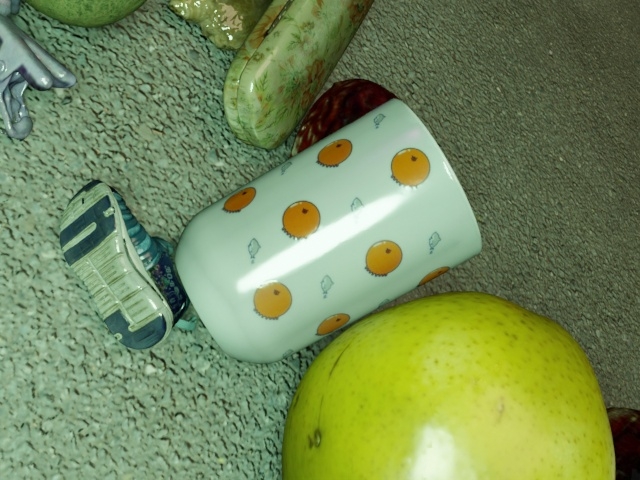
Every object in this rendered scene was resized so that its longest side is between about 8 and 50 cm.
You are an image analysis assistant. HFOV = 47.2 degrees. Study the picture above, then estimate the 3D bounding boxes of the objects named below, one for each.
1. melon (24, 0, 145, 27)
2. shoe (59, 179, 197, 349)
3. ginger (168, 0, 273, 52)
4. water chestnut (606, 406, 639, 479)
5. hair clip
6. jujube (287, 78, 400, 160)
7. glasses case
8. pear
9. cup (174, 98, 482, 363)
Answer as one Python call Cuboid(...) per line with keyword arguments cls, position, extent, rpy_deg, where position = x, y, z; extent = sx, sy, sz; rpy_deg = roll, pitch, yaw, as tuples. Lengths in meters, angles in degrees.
Cuboid(cls="melon", position=(-0.269, -0.391, 0.817), extent=(0.248, 0.329, 0.249), rpy_deg=(9, 58, -14))
Cuboid(cls="shoe", position=(-0.220, 0.025, 0.849), extent=(0.207, 0.091, 0.106), rpy_deg=(59, 23, 4))
Cuboid(cls="ginger", position=(-0.091, -0.370, 1.144), extent=(0.333, 0.080, 0.166), rpy_deg=(-32, 105, -42))
Cuboid(cls="water chestnut", position=(0.368, 0.385, 1.052), extent=(0.350, 0.302, 0.351), rpy_deg=(-18, 118, -39))
Cuboid(cls="hair clip", position=(-0.379, -0.257, 0.840), extent=(0.278, 0.090, 0.137), rpy_deg=(61, 11, -3))
Cuboid(cls="jujube", position=(0.046, -0.114, 1.069), extent=(0.183, 0.183, 0.243), rpy_deg=(30, 67, -27))
Cuboid(cls="glasses case", position=(-0.014, -0.320, 1.094), extent=(0.425, 0.098, 0.156), rpy_deg=(-61, 155, -24))
Cuboid(cls="pear", position=(0.135, 0.253, 0.836), extent=(0.362, 0.362, 0.418), rpy_deg=(44, 74, -16))
Cuboid(cls="cup", position=(0.000, 0.000, 0.871), extent=(0.317, 0.212, 0.212), rpy_deg=(-29, 90, -1))
